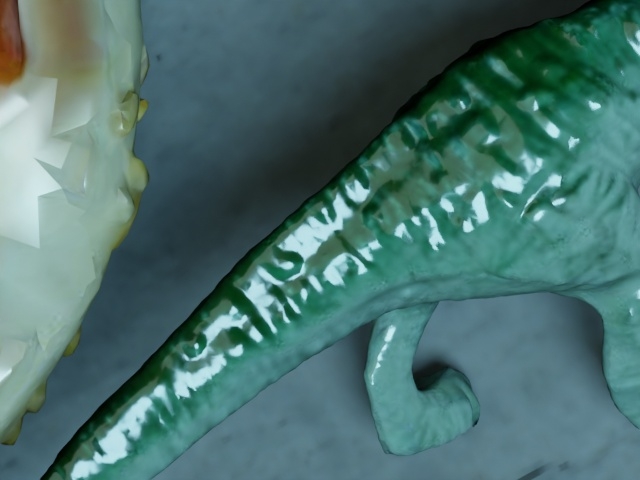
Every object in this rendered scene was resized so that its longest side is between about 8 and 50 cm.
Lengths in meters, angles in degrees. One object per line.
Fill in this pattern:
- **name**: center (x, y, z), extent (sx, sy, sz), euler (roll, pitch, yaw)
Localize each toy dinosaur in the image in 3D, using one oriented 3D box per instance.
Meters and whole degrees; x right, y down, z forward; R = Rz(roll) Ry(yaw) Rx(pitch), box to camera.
- **toy dinosaur**: center (0.027, 0.034, 0.502), extent (0.383, 0.076, 0.129), euler (-46, 119, -6)

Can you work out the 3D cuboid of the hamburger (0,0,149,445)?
- **hamburger**: center (-0.219, -0.046, 0.496), extent (0.330, 0.250, 0.330), euler (-3, 82, 21)
